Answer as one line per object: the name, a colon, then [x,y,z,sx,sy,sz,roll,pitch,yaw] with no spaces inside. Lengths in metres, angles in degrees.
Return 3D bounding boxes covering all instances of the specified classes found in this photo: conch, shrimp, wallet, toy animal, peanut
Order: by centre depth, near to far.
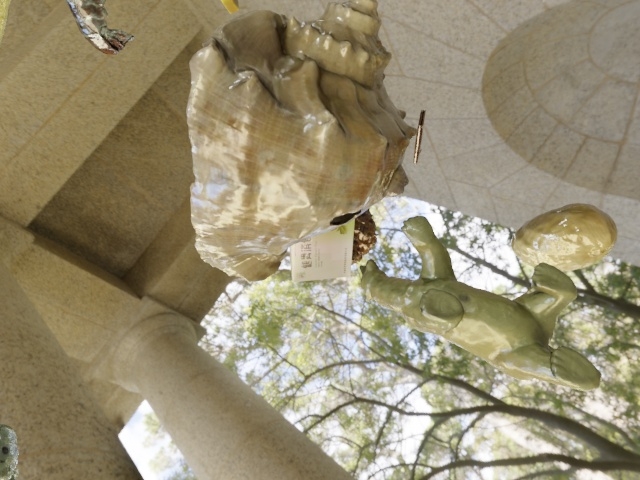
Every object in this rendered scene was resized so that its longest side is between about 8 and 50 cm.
toy animal: [0.130,0.063,0.390,0.103,0.219,0.101,-58,-19,-31]
conch: [-0.017,-0.092,0.427,0.263,0.186,0.323,-5,-70,-53]
shrimp: [-0.412,-0.553,0.720,0.166,0.222,0.410,-32,-50,-65]
peanut: [0.424,-0.001,0.720,0.141,0.159,0.109,-7,-102,-24]
wallet: [0.344,-0.361,1.444,0.176,0.026,0.095,79,-154,-55]

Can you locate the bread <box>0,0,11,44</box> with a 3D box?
bread: [-0.720,-0.314,0.746,0.233,0.245,0.361,-22,-50,-56]

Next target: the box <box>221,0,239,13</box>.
box: [-0.185,-0.507,0.762,0.089,0.022,0.156,46,-147,-61]

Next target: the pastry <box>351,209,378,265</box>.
pastry: [0.053,-0.042,1.342,0.193,0.275,0.274,-28,-44,-81]

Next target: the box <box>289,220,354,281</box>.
box: [0.001,0.000,1.157,0.175,0.062,0.260,-5,-49,-6]

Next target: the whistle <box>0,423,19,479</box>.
whistle: [-0.510,0.265,0.590,0.092,0.244,0.110,-43,-16,-17]
